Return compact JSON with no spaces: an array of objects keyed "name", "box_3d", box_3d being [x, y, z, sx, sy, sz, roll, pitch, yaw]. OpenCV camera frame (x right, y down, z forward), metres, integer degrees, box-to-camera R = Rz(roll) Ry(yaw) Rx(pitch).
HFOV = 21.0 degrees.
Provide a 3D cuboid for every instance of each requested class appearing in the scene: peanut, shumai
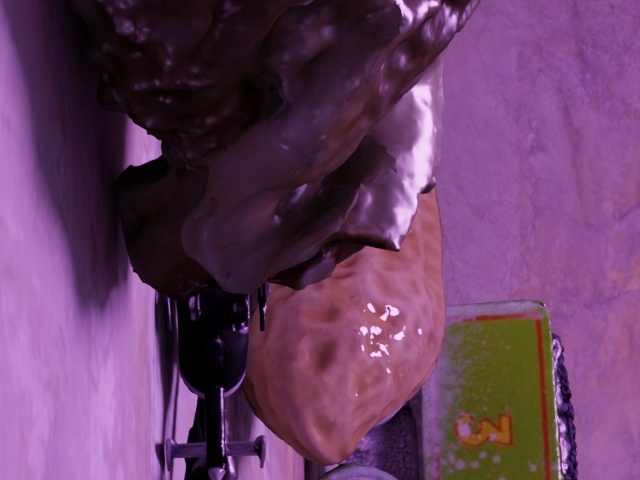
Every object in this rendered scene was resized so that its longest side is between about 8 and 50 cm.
[{"name":"peanut","box_3d":[0.014,0.025,1.187,0.325,0.140,0.153,-80,157,-55]},{"name":"shumai","box_3d":[-0.003,-0.083,0.718,0.256,0.189,0.218,-62,148,-71]}]

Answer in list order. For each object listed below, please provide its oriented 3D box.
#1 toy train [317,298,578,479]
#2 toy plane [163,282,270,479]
[{"name":"toy train","box_3d":[0.108,0.205,1.568,0.173,0.249,0.307,73,15,-63]},{"name":"toy plane","box_3d":[-0.052,0.056,0.870,0.078,0.053,0.197,97,-10,-61]}]
